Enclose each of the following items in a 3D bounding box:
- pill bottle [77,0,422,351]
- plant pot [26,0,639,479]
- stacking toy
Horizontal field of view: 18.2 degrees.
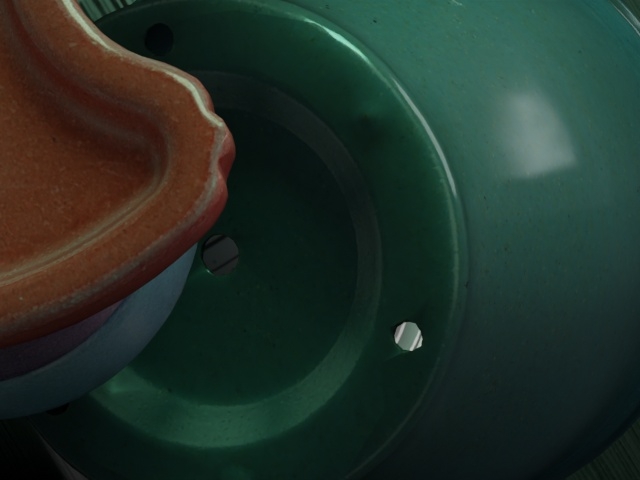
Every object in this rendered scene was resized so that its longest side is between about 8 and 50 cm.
[{"bbox_3d":[-0.087,-0.047,1.075,0.408,0.229,0.229,60,-2,-28],"label":"pill bottle"},{"bbox_3d":[0.000,0.000,0.786,0.272,0.271,0.255,58,19,6],"label":"plant pot"},{"bbox_3d":[-0.086,-0.110,0.651,0.309,0.279,0.130,62,1,20],"label":"stacking toy"}]
